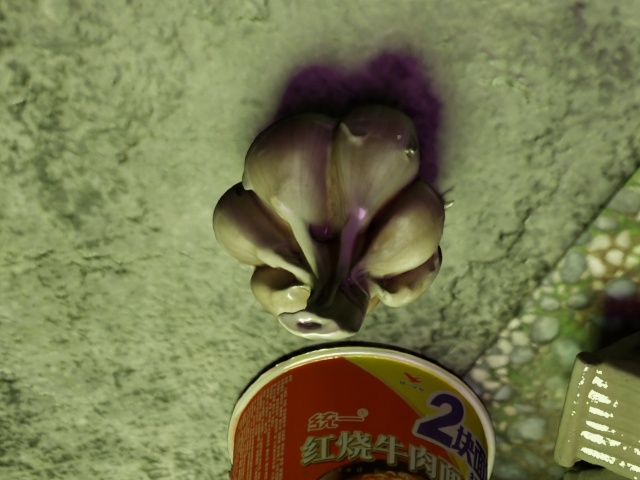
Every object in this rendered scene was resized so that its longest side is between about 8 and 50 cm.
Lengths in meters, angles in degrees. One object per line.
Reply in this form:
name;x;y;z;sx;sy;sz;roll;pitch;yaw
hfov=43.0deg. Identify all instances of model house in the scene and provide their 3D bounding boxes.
model house;0.248;0.144;0.529;0.188;0.122;0.229;3;126;10

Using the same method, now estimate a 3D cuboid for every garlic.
garlic;0.000;0.000;0.439;0.131;0.194;0.127;-21;107;24

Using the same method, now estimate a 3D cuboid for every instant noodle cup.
instant noodle cup;0.023;0.207;0.560;0.213;0.174;0.213;3;121;4
